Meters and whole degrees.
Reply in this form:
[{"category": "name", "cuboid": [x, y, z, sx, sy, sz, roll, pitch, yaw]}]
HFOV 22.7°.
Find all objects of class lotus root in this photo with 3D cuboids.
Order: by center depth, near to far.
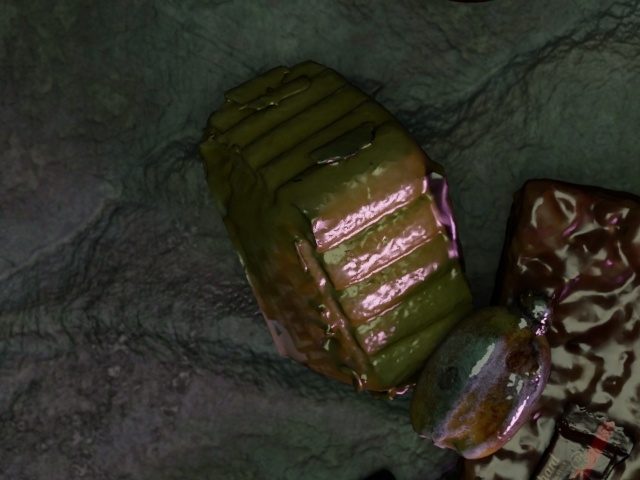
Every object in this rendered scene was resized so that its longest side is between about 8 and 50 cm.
[{"category": "lotus root", "cuboid": [0.166, 0.129, 1.564, 0.113, 0.088, 0.192, 31, 106, -4]}]

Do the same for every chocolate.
[{"category": "chocolate", "cuboid": [0.242, 0.254, 1.603, 0.086, 0.028, 0.182, 31, 103, 2]}]

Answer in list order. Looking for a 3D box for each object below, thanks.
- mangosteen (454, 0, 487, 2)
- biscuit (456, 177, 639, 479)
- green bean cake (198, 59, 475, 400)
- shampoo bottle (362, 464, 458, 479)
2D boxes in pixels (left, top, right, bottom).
[{"category": "mangosteen", "cuboid": [0.126, -0.370, 1.602, 0.289, 0.231, 0.231, 39, 100, 35]}, {"category": "biscuit", "cuboid": [0.330, 0.141, 1.675, 0.342, 0.166, 0.395, 12, 100, -2]}, {"category": "green bean cake", "cuboid": [0.000, 0.000, 1.640, 0.202, 0.285, 0.310, -29, 122, -14]}, {"category": "shampoo bottle", "cuboid": [0.025, 0.334, 1.765, 0.309, 0.071, 0.098, -28, 94, 4]}]
